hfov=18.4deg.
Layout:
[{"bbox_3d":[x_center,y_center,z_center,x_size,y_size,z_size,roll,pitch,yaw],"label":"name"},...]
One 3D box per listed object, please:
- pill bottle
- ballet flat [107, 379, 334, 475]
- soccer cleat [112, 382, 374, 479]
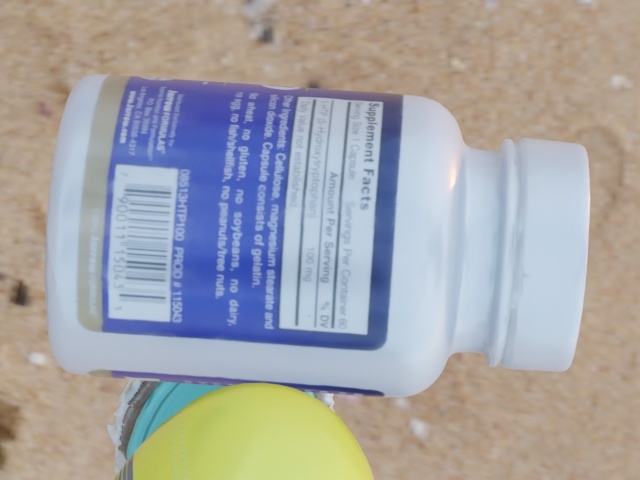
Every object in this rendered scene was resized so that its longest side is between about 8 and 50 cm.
[{"bbox_3d":[0.000,0.000,0.720,0.186,0.112,0.112,4,91,1],"label":"pill bottle"},{"bbox_3d":[-0.069,0.146,1.331,0.147,0.147,0.409,-28,147,-25],"label":"ballet flat"},{"bbox_3d":[-0.052,0.139,0.427,0.093,0.121,0.289,22,55,10],"label":"soccer cleat"}]
